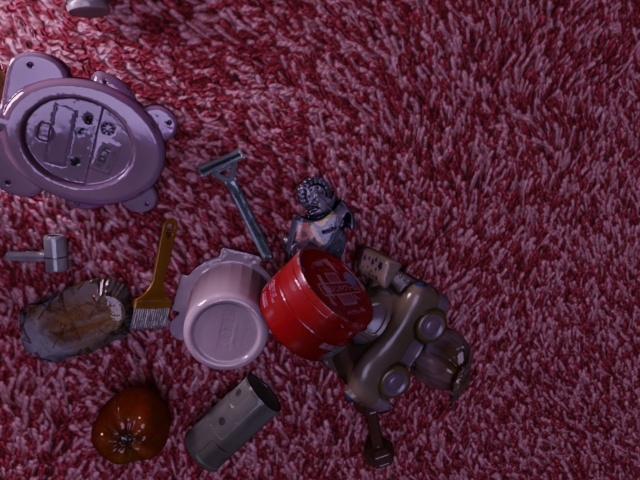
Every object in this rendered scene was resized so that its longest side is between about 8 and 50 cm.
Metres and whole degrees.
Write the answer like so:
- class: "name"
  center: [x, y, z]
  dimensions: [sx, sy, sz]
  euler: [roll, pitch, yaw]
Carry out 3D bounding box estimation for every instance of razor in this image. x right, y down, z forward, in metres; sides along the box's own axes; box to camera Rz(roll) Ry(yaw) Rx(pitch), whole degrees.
- class: "razor"
  center: [-0.186, -0.075, 1.100]
  dimensions: [0.111, 0.056, 0.277]
  euler: [-26, 113, -6]

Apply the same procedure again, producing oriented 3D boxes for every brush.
- class: "brush"
  center: [-0.384, 0.080, 1.078]
  dimensions: [0.103, 0.013, 0.272]
  euler: [10, 93, -55]

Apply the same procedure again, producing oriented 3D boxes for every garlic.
- class: "garlic"
  center: [0.307, 0.367, 1.222]
  dimensions: [0.257, 0.207, 0.207]
  euler: [-33, 106, 3]

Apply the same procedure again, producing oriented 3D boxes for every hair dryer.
- class: "hair dryer"
  center: [-0.646, 0.028, 1.021]
  dimensions: [0.137, 0.047, 0.081]
  euler: [0, 100, -5]

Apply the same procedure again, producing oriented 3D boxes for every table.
- class: "table"
  center: [-0.223, 0.464, 1.157]
  dimensions: [0.220, 0.126, 0.126]
  euler: [-43, 107, 0]

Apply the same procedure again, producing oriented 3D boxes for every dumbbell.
- class: "dumbbell"
  center: [0.153, 0.529, 1.276]
  dimensions: [0.092, 0.082, 0.230]
  euler: [-12, 104, -9]

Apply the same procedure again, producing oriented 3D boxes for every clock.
- class: "clock"
  center: [-0.488, -0.208, 0.952]
  dimensions: [0.322, 0.113, 0.295]
  euler: [14, 105, -25]

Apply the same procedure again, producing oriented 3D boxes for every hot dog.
- class: "hot dog"
  center: [-0.565, 0.186, 1.051]
  dimensions: [0.271, 0.082, 0.162]
  euler: [-22, 100, -1]

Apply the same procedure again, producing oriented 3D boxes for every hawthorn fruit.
- class: "hawthorn fruit"
  center: [-0.445, 0.440, 1.080]
  dimensions: [0.189, 0.189, 0.189]
  euler: [-2, 102, -12]

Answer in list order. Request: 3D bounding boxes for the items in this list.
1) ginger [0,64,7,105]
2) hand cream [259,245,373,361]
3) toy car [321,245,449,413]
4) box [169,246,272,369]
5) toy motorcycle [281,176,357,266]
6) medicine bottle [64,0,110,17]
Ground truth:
- class: "ginger"
  center: [-0.649, -0.328, 0.936]
  dimensions: [0.165, 0.067, 0.096]
  euler: [-25, 106, -20]
- class: "hand cream"
  center: [-0.010, 0.138, 0.990]
  dimensions: [0.230, 0.230, 0.149]
  euler: [41, 114, -17]
- class: "toy car"
  center: [0.129, 0.214, 1.122]
  dimensions: [0.226, 0.242, 0.336]
  euler: [35, 90, -22]
- class: "box"
  center: [-0.236, 0.180, 1.046]
  dimensions: [0.291, 0.206, 0.262]
  euler: [-25, 104, -2]
- class: "toy motorcycle"
  center: [0.000, 0.000, 1.125]
  dimensions: [0.173, 0.108, 0.307]
  euler: [8, 102, -19]
- class: "medicine bottle"
  center: [-0.484, -0.558, 0.901]
  dimensions: [0.107, 0.107, 0.191]
  euler: [-10, 103, -10]
